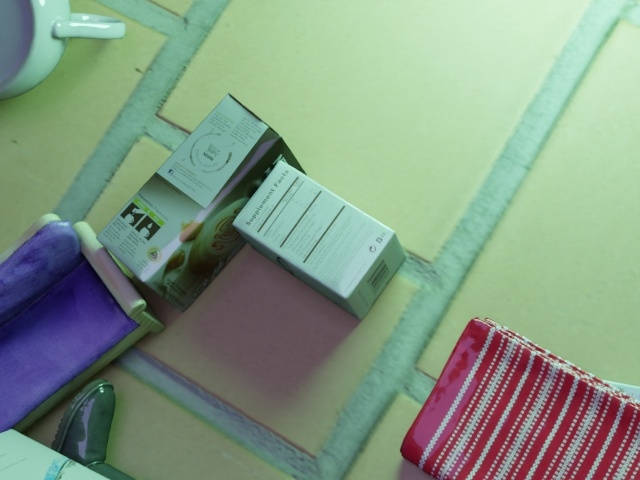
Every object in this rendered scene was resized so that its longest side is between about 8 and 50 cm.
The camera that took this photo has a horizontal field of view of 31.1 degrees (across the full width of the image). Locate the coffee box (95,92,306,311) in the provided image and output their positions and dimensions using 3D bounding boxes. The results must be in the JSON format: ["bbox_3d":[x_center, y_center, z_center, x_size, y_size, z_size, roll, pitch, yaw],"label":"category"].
[{"bbox_3d":[-0.147,-0.045,1.462,0.098,0.141,0.246,40,85,22],"label":"coffee box"}]

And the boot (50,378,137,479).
[{"bbox_3d":[-0.238,0.296,1.407,0.208,0.076,0.189,26,94,26],"label":"boot"}]

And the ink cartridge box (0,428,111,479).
[{"bbox_3d":[-0.339,0.354,1.322,0.232,0.168,0.171,21,107,23],"label":"ink cartridge box"}]

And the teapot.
[{"bbox_3d":[-0.445,-0.318,1.607,0.252,0.187,0.256,-35,94,20],"label":"teapot"}]

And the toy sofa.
[{"bbox_3d":[-0.393,0.144,1.439,0.362,0.177,0.150,-38,68,-2],"label":"toy sofa"}]

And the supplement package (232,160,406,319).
[{"bbox_3d":[0.000,0.000,1.432,0.179,0.105,0.105,33,82,21],"label":"supplement package"}]

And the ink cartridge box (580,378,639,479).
[{"bbox_3d":[0.400,0.284,1.278,0.224,0.045,0.223,10,75,15],"label":"ink cartridge box"}]

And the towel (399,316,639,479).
[{"bbox_3d":[0.240,0.226,1.307,0.275,0.031,0.199,29,86,32],"label":"towel"}]
